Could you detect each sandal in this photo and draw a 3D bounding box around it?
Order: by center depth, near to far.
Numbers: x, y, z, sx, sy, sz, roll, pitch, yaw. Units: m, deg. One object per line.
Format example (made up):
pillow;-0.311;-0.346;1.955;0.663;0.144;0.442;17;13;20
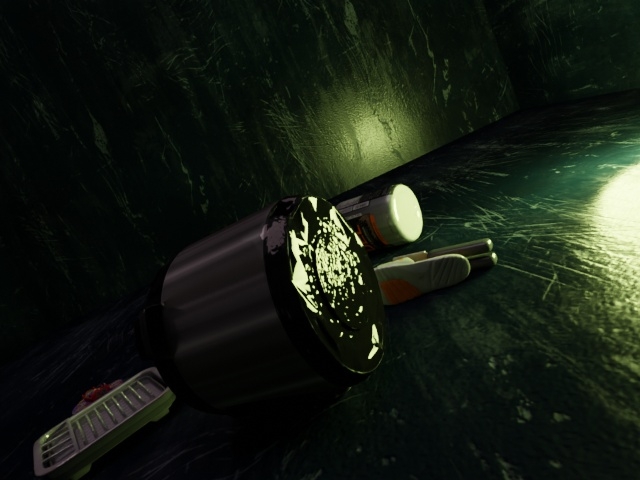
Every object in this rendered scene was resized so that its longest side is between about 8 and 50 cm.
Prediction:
sandal;0.234;0.089;1.122;0.265;0.102;0.076;-13;13;14

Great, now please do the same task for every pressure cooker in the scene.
pressure cooker;-0.123;0.142;0.896;0.420;0.370;0.376;-22;33;25

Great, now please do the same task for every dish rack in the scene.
dish rack;-0.527;0.457;1.130;0.332;0.072;0.285;-33;13;-31

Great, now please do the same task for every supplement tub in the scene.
supplement tub;0.171;-0.062;1.613;0.338;0.207;0.207;-16;15;39

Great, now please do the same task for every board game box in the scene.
board game box;-0.736;0.497;1.476;0.168;0.033;0.133;-26;12;-4

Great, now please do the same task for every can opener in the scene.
can opener;0.312;0.048;1.167;0.280;0.074;0.093;-15;15;40
